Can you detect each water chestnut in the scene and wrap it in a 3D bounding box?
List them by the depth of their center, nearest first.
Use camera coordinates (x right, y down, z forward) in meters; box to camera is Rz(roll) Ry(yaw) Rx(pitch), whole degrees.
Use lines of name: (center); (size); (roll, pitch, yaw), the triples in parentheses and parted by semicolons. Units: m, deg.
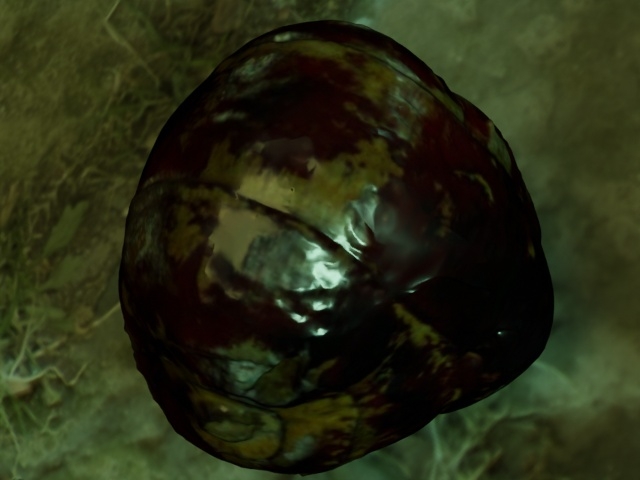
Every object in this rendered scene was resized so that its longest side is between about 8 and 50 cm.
water chestnut: (0.000, 0.000, 0.896); (0.289, 0.289, 0.244); (-43, 50, 8)

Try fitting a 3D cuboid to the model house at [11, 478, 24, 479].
model house: (-0.232, 0.239, 1.053); (0.101, 0.088, 0.100); (-29, 78, -19)
